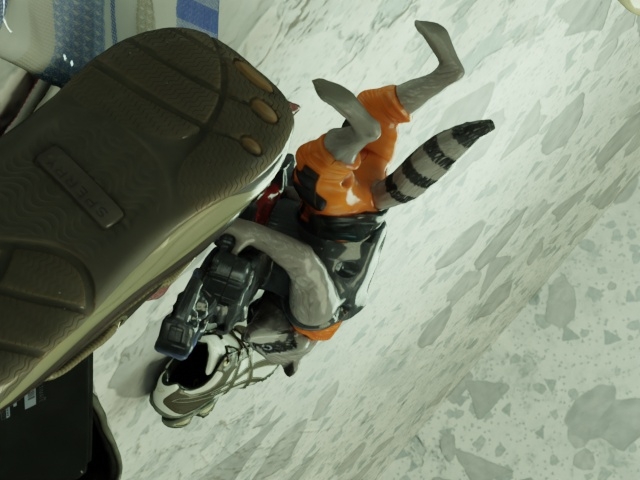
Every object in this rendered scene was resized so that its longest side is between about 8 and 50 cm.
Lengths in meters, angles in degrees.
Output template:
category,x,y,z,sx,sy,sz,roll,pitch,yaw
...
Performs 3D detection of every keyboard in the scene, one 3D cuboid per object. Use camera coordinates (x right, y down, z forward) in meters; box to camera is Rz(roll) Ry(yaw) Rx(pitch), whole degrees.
category,x,y,z,sx,sy,sz,roll,pitch,yaw
keyboard,-0.262,0.117,0.967,0.202,0.033,0.317,-26,141,-33

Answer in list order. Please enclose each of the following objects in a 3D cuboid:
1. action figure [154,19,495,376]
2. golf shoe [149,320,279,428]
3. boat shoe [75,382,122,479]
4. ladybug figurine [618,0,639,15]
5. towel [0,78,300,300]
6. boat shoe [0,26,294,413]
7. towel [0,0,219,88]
category,x,y,z,sx,sy,sz,roll,pitch,yaw
action figure,0.000,0.000,1.116,0.330,0.179,0.341,-65,176,37
golf shoe,-0.101,0.127,1.410,0.198,0.077,0.094,-40,159,-25
boat shoe,-0.239,0.149,1.129,0.112,0.095,0.335,-43,160,-15
ladybug figurine,0.372,-0.411,1.267,0.305,0.162,0.449,-39,158,-25
towel,-0.164,-0.043,1.022,0.237,0.037,0.329,-53,159,14
boat shoe,-0.157,0.029,0.620,0.355,0.132,0.130,-33,162,-31
towel,-0.116,-0.179,0.695,0.285,0.034,0.209,19,71,-71
